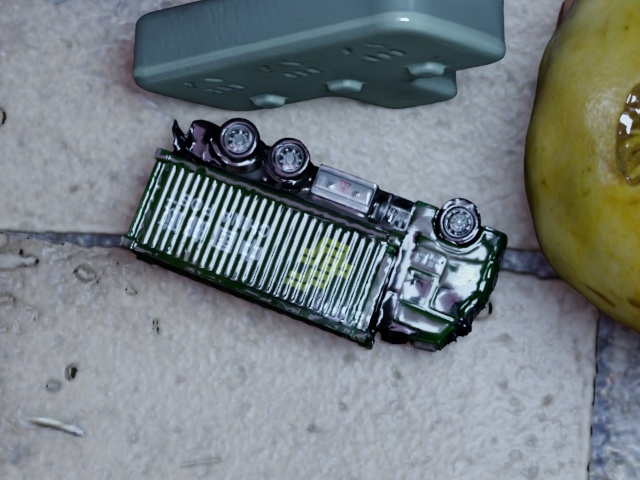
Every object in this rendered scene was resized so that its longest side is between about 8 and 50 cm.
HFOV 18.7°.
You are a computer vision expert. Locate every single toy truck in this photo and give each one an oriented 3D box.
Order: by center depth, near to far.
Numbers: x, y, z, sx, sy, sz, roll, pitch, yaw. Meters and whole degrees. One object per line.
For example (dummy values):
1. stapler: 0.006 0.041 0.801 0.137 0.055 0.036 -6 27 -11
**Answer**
1. toy truck: 0.000 0.000 1.409 0.259 0.088 0.121 21 84 8

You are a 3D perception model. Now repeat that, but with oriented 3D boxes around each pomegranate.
1. pomegranate: 0.301 -0.058 1.284 0.332 0.332 0.333 -1 83 5

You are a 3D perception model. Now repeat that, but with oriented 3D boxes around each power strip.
1. power strip: 0.018 -0.133 1.373 0.265 0.193 0.059 -7 79 41

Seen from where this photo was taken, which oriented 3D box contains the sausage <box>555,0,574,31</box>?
1. sausage: 0.216 -0.160 1.435 0.083 0.034 0.034 5 84 5
